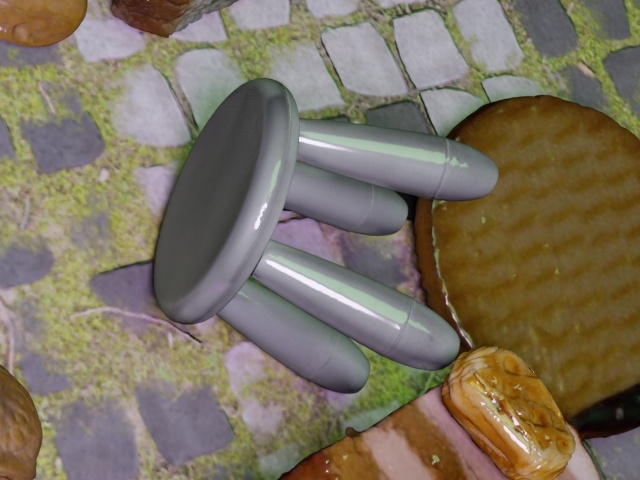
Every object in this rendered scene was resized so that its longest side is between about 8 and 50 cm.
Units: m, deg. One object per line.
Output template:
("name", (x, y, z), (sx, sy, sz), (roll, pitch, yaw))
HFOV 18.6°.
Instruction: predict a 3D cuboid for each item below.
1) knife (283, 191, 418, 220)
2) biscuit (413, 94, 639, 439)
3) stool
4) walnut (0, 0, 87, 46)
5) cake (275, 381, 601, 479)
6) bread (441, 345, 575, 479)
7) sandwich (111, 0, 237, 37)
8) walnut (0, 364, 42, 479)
("knife", (0.029, -0.044, 1.663), (0.230, 0.028, 0.060), (6, 50, -35))
("biscuit", (0.215, 0.021, 1.727), (0.318, 0.040, 0.318), (12, 66, -30))
("stool", (0.000, 0.000, 1.489), (0.198, 0.195, 0.195), (23, 69, -19))
("walnut", (-0.231, -0.203, 1.541), (0.121, 0.052, 0.091), (8, 64, -30))
("cake", (0.072, 0.220, 1.436), (0.196, 0.199, 0.293), (52, 40, 9))
("bread", (0.135, 0.123, 1.392), (0.111, 0.044, 0.083), (49, 33, 5))
("sandwich", (-0.050, -0.285, 1.685), (0.254, 0.099, 0.288), (20, 55, -26))
("walnut", (-0.242, 0.127, 1.318), (0.124, 0.105, 0.105), (31, 51, -19))
